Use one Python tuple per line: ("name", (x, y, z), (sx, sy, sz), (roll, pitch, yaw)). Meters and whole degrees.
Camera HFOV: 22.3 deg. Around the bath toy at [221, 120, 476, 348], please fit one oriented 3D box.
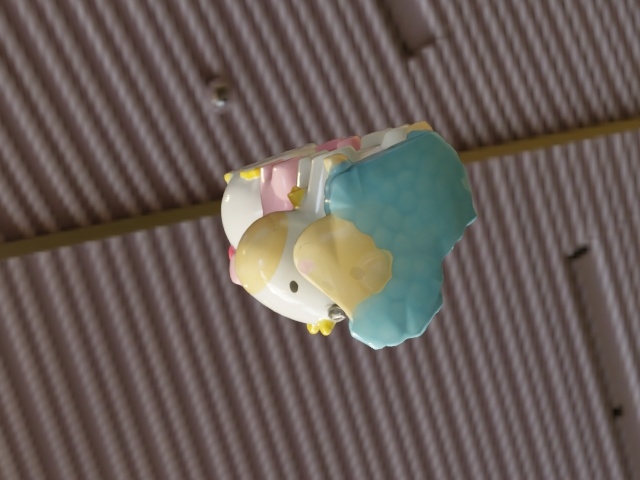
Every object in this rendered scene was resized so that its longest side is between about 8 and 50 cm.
("bath toy", (0.000, 0.000, 1.158), (0.151, 0.348, 0.129), (-21, -83, -12))
